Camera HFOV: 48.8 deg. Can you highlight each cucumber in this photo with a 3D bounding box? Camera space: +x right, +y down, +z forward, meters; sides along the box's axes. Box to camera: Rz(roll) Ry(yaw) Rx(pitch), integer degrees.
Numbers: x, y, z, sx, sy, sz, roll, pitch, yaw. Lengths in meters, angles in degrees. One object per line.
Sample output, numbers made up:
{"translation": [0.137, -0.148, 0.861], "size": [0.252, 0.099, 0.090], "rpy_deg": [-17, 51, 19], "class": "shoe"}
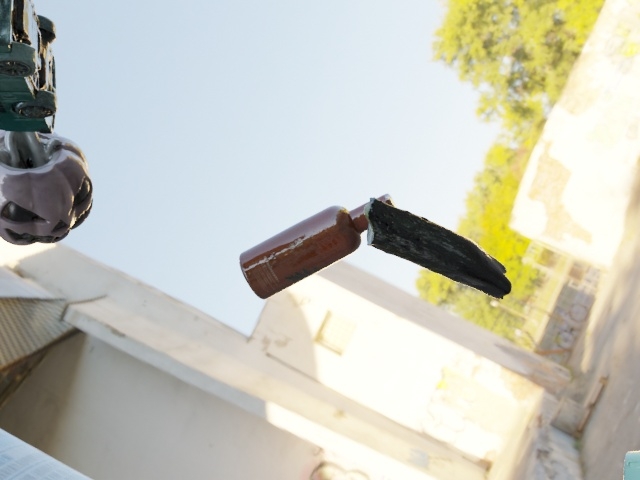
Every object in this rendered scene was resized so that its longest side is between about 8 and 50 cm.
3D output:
{"translation": [0.085, 0.005, 0.496], "size": [0.034, 0.135, 0.033], "rpy_deg": [-41, 35, 53], "class": "cucumber"}

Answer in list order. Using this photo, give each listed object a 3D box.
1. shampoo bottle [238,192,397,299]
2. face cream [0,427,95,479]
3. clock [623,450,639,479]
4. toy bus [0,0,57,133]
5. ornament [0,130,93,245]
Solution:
{"translation": [0.000, 0.000, 1.035], "size": [0.244, 0.085, 0.085], "rpy_deg": [-28, -12, 11], "class": "shampoo bottle"}
{"translation": [-0.185, 0.118, 0.300], "size": [0.080, 0.337, 0.163], "rpy_deg": [-63, -1, -1], "class": "face cream"}
{"translation": [0.260, 0.235, 0.529], "size": [0.101, 0.041, 0.135], "rpy_deg": [-48, -59, -55], "class": "clock"}
{"translation": [-0.377, -0.216, 0.786], "size": [0.256, 0.147, 0.128], "rpy_deg": [133, 135, -73], "class": "toy bus"}
{"translation": [-0.419, -0.085, 1.019], "size": [0.177, 0.177, 0.177], "rpy_deg": [-55, -18, -28], "class": "ornament"}
